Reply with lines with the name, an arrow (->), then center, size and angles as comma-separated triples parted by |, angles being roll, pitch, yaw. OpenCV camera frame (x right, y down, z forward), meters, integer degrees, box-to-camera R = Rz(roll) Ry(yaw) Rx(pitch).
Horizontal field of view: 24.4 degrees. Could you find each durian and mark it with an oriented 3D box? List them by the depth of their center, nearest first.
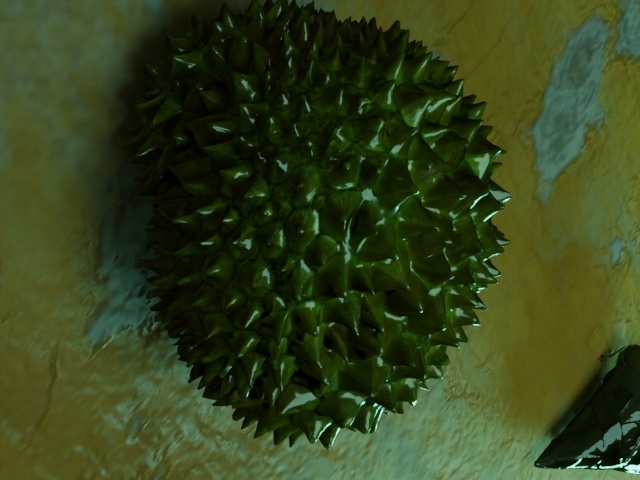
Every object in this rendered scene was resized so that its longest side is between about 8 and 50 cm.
durian -> 0.000, -0.002, 0.784 | 0.200, 0.176, 0.237 | -18, 135, -18

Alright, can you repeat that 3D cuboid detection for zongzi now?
zongzi -> 0.226, 0.131, 1.171 | 0.119, 0.055, 0.109 | 7, 101, -36
